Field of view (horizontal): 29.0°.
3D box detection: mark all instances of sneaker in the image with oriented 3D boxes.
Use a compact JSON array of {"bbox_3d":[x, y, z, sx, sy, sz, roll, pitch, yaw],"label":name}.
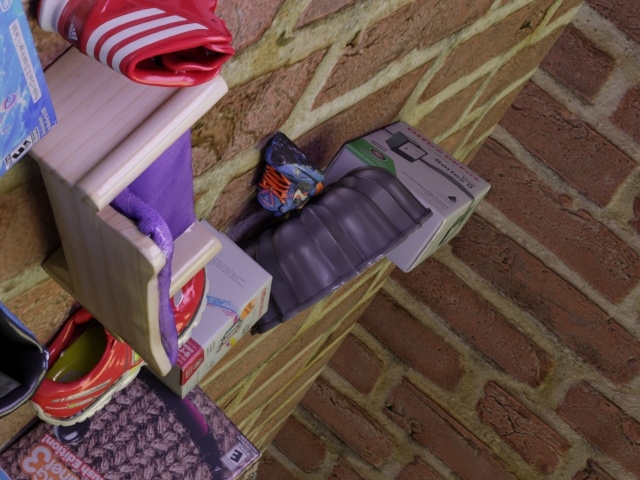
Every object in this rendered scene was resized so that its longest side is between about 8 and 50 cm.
[{"bbox_3d":[-0.047,-0.077,1.681,0.087,0.083,0.221,-46,168,-5],"label":"sneaker"},{"bbox_3d":[-0.307,0.109,1.022,0.130,0.147,0.330,-46,170,-21],"label":"sneaker"},{"bbox_3d":[-0.095,-0.183,0.935,0.221,0.128,0.087,-43,168,-33],"label":"sneaker"},{"bbox_3d":[-0.235,0.103,1.463,0.279,0.107,0.118,-49,161,-22],"label":"sneaker"}]

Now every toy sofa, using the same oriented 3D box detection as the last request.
[{"bbox_3d":[-0.156,-0.027,1.110,0.150,0.177,0.362,-46,168,-20],"label":"toy sofa"}]

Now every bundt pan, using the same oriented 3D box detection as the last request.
[{"bbox_3d":[0.000,0.000,1.850,0.331,0.124,0.331,-34,-177,2],"label":"bundt pan"}]

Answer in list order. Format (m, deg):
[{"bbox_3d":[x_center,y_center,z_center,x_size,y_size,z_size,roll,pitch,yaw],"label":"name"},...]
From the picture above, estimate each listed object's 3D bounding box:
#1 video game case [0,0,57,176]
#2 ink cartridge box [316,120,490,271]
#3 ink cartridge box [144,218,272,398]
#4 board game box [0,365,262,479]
[{"bbox_3d":[-0.282,-0.061,0.761,0.244,0.061,0.269,-46,170,-17],"label":"video game case"},{"bbox_3d":[0.144,-0.085,2.114,0.121,0.211,0.289,-56,169,24],"label":"ink cartridge box"},{"bbox_3d":[-0.167,0.089,1.619,0.176,0.127,0.128,-47,168,-22],"label":"ink cartridge box"},{"bbox_3d":[-0.263,0.316,1.651,0.291,0.232,0.141,-41,166,-22],"label":"board game box"}]
